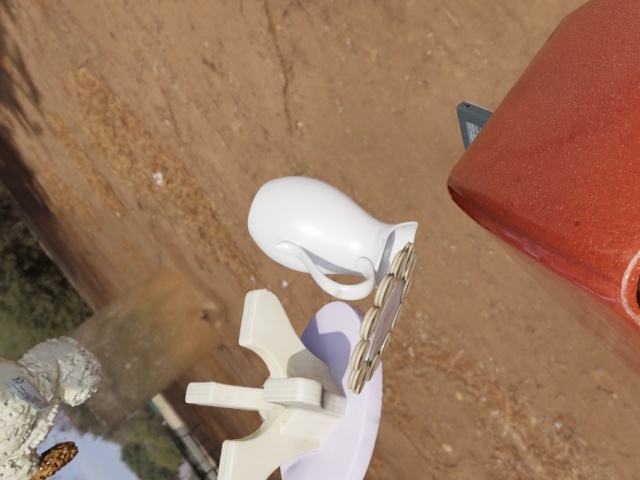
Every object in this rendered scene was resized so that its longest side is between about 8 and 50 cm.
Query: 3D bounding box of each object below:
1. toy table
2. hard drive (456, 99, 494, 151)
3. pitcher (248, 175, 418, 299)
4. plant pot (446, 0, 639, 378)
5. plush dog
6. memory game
[{"bbox_3d":[-0.041,0.198,0.881,0.160,0.275,0.252,21,146,-35],"label":"toy table"},{"bbox_3d":[0.261,-0.145,1.032,0.135,0.022,0.094,38,157,47],"label":"hard drive"},{"bbox_3d":[0.000,0.000,0.911,0.207,0.177,0.126,21,121,20],"label":"pitcher"},{"bbox_3d":[0.249,-0.037,0.478,0.267,0.267,0.235,39,175,-28],"label":"plant pot"},{"bbox_3d":[-0.444,0.258,0.938,0.211,0.262,0.226,-98,19,-60],"label":"plush dog"},{"bbox_3d":[0.072,0.088,0.797,0.012,0.186,0.186,21,154,16],"label":"memory game"}]
